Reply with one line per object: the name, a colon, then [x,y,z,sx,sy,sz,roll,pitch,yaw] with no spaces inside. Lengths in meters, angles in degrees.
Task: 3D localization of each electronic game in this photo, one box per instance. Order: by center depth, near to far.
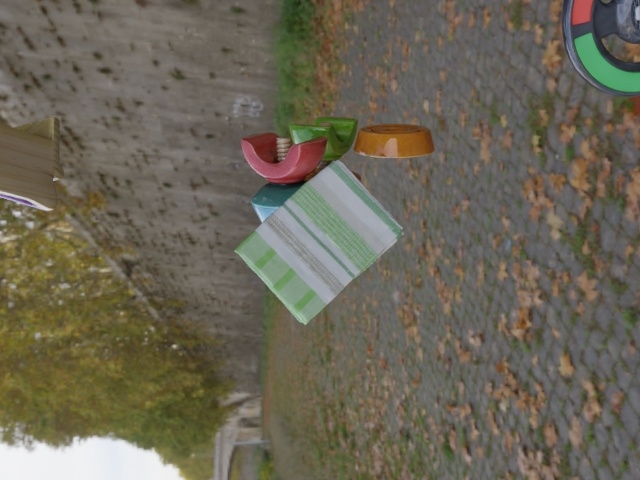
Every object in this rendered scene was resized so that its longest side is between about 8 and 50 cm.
electronic game: [0.420,-0.302,0.851,0.048,0.229,0.229,-120,28,-65]

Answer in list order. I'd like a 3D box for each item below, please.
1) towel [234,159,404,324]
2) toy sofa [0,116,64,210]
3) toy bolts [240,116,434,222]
towel: [0.000,0.000,0.701,0.113,0.152,0.023,47,167,3]
toy sofa: [-0.600,-0.147,1.046,0.362,0.150,0.177,15,-111,-65]
toy bolts: [0.018,-0.061,0.835,0.228,0.218,0.158,-25,-60,-51]
